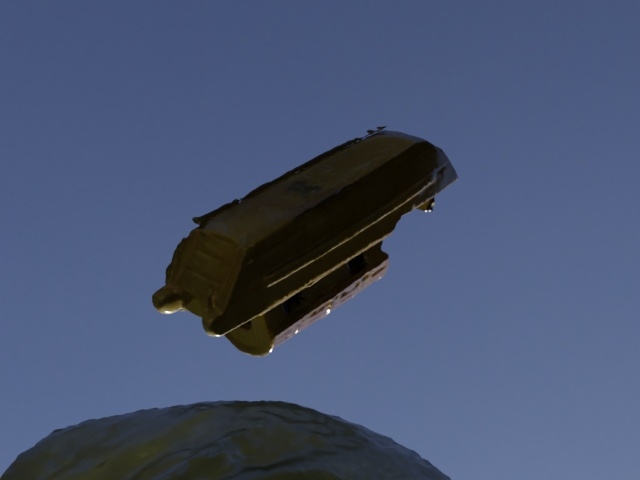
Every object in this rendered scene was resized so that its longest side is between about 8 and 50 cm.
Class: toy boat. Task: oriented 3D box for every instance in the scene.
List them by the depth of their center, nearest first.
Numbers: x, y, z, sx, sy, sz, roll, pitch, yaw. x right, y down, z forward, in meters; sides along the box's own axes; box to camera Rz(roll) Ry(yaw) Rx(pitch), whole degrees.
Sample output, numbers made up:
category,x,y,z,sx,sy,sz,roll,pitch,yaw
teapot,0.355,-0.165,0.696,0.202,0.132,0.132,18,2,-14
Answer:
category,x,y,z,sx,sy,sz,roll,pitch,yaw
toy boat,0.000,0.000,0.707,0.068,0.226,0.088,20,-51,41

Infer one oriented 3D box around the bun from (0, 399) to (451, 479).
category,x,y,z,sx,sy,sz,roll,pitch,yaw
bun,-0.068,0.228,0.465,0.362,0.211,0.362,-19,-131,24
